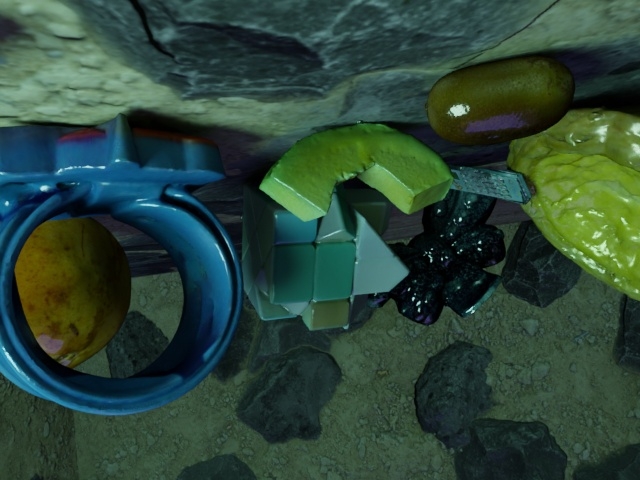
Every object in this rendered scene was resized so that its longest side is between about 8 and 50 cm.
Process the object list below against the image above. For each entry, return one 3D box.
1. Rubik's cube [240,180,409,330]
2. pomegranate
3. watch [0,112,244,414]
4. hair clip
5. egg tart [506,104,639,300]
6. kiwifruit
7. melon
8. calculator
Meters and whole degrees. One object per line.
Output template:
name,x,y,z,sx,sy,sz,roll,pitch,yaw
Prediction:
Rubik's cube,0.000,0.000,0.761,0.213,0.265,0.224,-4,-159,-20
pomegranate,-0.418,0.070,0.757,0.265,0.264,0.264,-7,175,-1
watch,-0.237,0.037,0.491,0.306,0.274,0.242,-10,178,-37
hair clip,0.205,0.030,0.903,0.310,0.206,0.194,-41,-179,-5
egg tart,0.396,-0.057,0.622,0.132,0.345,0.345,-46,177,-5
kiwifruit,0.154,-0.121,0.439,0.125,0.075,0.075,-4,175,9
melon,0.040,-0.076,0.558,0.210,0.117,0.064,-18,165,-20
calculator,0.226,-0.086,0.734,0.018,0.057,0.172,-47,-145,-14
